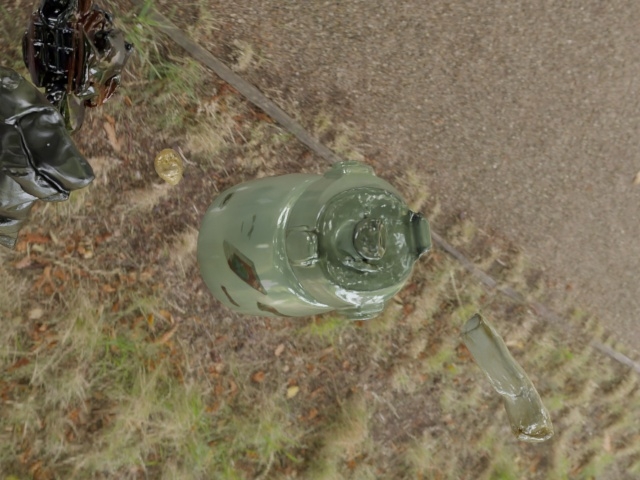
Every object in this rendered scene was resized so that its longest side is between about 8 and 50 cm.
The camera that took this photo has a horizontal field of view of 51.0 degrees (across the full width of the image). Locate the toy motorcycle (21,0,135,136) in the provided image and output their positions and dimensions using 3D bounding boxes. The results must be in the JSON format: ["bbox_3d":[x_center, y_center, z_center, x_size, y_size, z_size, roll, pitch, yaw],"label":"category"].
[{"bbox_3d":[-0.361,-0.370,1.032,0.134,0.207,0.401,13,118,11],"label":"toy motorcycle"}]

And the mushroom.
[{"bbox_3d":[0.247,0.186,0.893,0.059,0.054,0.202,-23,104,34],"label":"mushroom"}]

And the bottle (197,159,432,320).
[{"bbox_3d":[0.000,0.000,0.899,0.229,0.351,0.229,3,84,-33],"label":"bottle"}]

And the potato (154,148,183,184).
[{"bbox_3d":[-0.332,-0.160,1.474,0.062,0.083,0.068,27,58,8],"label":"potato"}]

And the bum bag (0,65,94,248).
[{"bbox_3d":[-0.368,-0.082,0.787,0.144,0.340,0.095,45,48,-20],"label":"bum bag"}]
